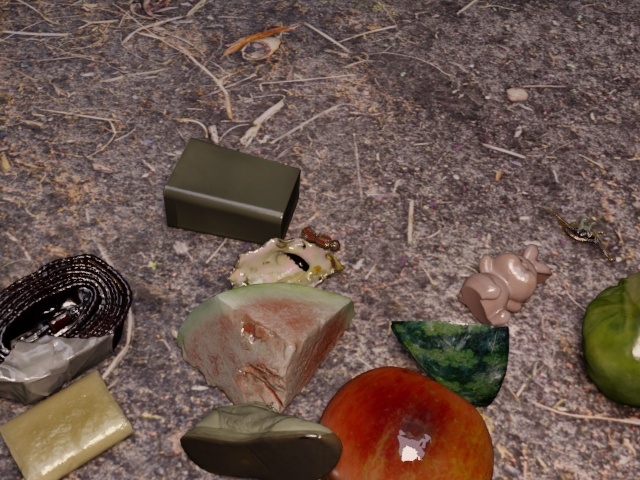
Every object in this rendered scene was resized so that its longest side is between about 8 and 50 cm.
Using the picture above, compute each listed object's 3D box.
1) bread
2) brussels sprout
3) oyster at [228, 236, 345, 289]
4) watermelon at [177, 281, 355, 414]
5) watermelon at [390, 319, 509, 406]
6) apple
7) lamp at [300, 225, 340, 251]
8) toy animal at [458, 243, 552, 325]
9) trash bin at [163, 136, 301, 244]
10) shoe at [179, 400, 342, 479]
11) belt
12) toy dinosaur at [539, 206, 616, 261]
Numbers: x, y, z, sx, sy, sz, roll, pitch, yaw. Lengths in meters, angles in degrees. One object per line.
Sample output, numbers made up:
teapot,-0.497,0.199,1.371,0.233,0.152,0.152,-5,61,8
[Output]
bread,-0.410,0.309,1.196,0.178,0.060,0.139,-28,57,-22
brussels sprout,0.566,0.162,1.270,0.219,0.210,0.271,-4,36,23
oyster,-0.071,0.053,1.413,0.209,0.072,0.133,-32,89,-10
watermelon,-0.091,0.176,1.275,0.310,0.193,0.231,7,34,-9
watermelon,0.212,0.193,1.269,0.207,0.202,0.136,18,80,5
apple,0.138,0.307,1.158,0.293,0.163,0.251,30,57,18
lamp,0.000,0.000,1.475,0.083,0.031,0.063,17,15,-2
toy animal,0.363,0.064,1.392,0.212,0.124,0.124,-34,60,-22
trash bin,-0.175,-0.091,1.493,0.241,0.122,0.164,15,52,6
shoe,-0.087,0.305,1.152,0.275,0.103,0.098,-2,35,27
belt,-0.464,0.157,1.258,0.289,0.164,0.184,-35,82,-35
toy dinosaur,0.537,-0.024,1.521,0.180,0.037,0.058,33,53,21
